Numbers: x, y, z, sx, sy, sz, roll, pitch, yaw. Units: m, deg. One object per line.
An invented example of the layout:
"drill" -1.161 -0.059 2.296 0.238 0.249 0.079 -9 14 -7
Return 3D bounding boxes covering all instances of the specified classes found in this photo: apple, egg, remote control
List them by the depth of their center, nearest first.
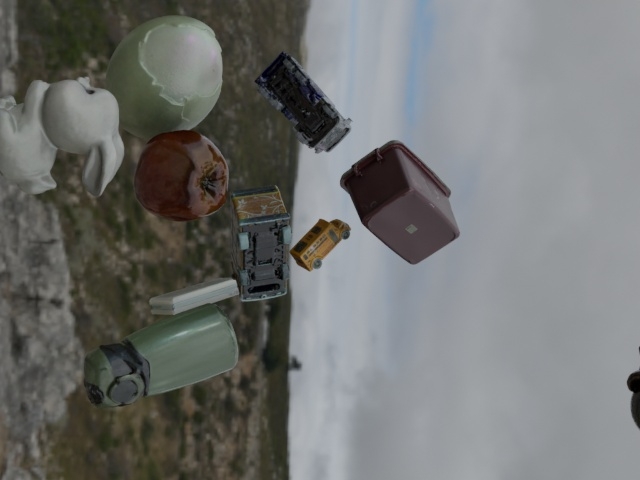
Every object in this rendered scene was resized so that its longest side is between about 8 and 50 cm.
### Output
"apple" -0.328 -0.155 2.059 0.234 0.234 0.234 -177 -90 -86
"egg" -0.380 -0.411 2.143 0.336 0.278 0.278 -40 -140 47
"remote control" -0.350 0.160 2.475 0.277 0.103 0.055 -16 99 -48

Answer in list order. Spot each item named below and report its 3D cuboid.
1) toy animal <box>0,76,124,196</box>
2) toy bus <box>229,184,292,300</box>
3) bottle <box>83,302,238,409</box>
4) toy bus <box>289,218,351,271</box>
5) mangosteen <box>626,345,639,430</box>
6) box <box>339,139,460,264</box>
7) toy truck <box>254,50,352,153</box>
"toy animal" -0.398 -0.153 1.300 0.127 0.193 0.178 -130 -145 -81
"toy bus" -0.155 0.009 2.165 0.167 0.138 0.275 -112 -162 -44
"bottle" -0.365 0.267 1.934 0.168 0.347 0.168 39 -42 45
"toy bus" 0.000 0.000 2.213 0.069 0.162 0.074 25 -23 52
"mangosteen" 0.744 0.321 1.820 0.194 0.194 0.230 106 -32 -74
"box" 0.203 -0.082 2.108 0.294 0.193 0.167 37 28 -41
"toy truck" -0.033 -0.341 2.188 0.268 0.124 0.155 52 15 24
